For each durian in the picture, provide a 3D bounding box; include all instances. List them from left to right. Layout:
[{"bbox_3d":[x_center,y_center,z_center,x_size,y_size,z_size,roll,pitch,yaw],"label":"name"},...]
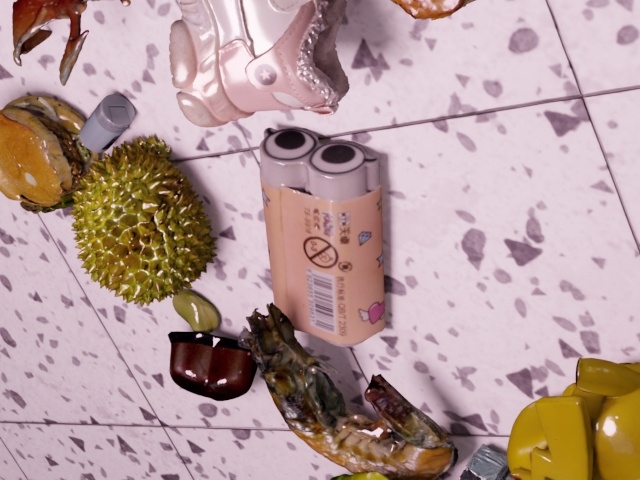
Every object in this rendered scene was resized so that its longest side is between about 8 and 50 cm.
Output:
[{"bbox_3d":[-0.253,-0.019,1.821,0.200,0.176,0.237,-12,109,11],"label":"durian"}]

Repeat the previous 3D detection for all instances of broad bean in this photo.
[{"bbox_3d":[-0.194,0.109,1.979,0.083,0.045,0.063,43,152,9],"label":"broad bean"}]

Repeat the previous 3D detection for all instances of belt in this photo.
[{"bbox_3d":[0.221,0.357,1.824,0.058,0.105,0.140,30,112,18],"label":"belt"}]

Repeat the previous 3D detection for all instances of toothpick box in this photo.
[{"bbox_3d":[-0.302,-0.165,1.821,0.052,0.052,0.083,46,140,-5],"label":"toothpick box"}]

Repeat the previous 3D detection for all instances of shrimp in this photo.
[{"bbox_3d":[0.033,0.228,1.807,0.272,0.085,0.445,3,143,38],"label":"shrimp"}]

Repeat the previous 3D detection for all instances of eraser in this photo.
[{"bbox_3d":[0.000,0.000,1.711,0.171,0.087,0.290,16,133,23],"label":"eraser"}]

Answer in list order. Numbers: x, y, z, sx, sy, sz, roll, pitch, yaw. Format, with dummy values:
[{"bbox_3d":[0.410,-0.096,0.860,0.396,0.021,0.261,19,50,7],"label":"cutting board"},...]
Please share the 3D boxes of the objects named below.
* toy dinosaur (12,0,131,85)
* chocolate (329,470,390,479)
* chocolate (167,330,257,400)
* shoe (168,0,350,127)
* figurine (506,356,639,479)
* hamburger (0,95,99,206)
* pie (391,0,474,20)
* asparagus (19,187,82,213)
[{"bbox_3d":[-0.283,-0.316,1.642,0.327,0.113,0.206,-45,55,29],"label":"toy dinosaur"},{"bbox_3d":[0.118,0.489,1.921,0.301,0.137,0.289,43,163,-1],"label":"chocolate"},{"bbox_3d":[-0.173,0.204,1.984,0.149,0.080,0.125,12,151,3],"label":"chocolate"},{"bbox_3d":[-0.062,-0.301,1.449,0.198,0.172,0.351,3,112,13],"label":"shoe"},{"bbox_3d":[0.345,0.239,1.588,0.218,0.169,0.327,38,139,-3],"label":"figurine"},{"bbox_3d":[-0.408,-0.138,1.889,0.177,0.113,0.185,31,130,20],"label":"hamburger"},{"bbox_3d":[0.087,-0.387,1.318,0.308,0.085,0.308,18,128,24],"label":"pie"},{"bbox_3d":[-0.392,-0.066,1.989,0.236,0.027,0.034,-13,111,43],"label":"asparagus"}]
